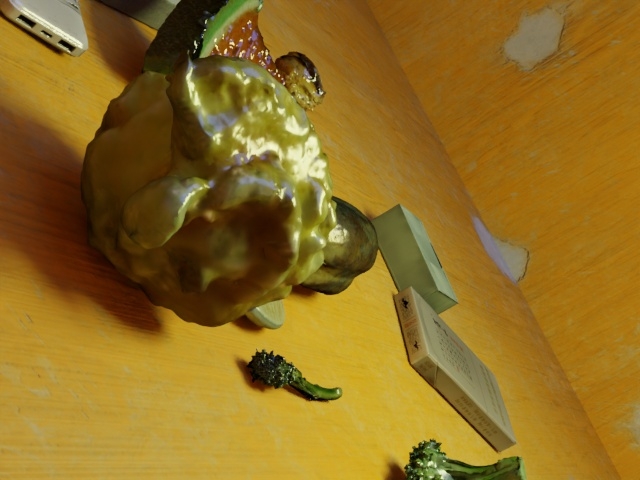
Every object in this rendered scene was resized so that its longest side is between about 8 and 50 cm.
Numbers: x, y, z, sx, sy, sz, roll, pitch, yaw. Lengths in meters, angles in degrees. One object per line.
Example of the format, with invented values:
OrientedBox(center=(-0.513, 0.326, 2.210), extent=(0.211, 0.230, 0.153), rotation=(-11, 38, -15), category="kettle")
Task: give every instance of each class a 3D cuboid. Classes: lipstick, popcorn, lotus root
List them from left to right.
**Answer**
OrientedBox(center=(-0.302, -0.406, 1.600), extent=(0.068, 0.066, 0.317), rotation=(64, 18, 14), category="lipstick")
OrientedBox(center=(-0.131, -0.063, 1.133), extent=(0.335, 0.279, 0.274), rotation=(47, 60, -37), category="popcorn")
OrientedBox(center=(0.000, 0.000, 1.602), extent=(0.160, 0.152, 0.275), rotation=(43, 6, 20), category="lotus root")

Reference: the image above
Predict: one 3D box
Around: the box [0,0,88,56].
OrientedBox(center=(-0.391, -0.377, 1.347), extent=(0.142, 0.044, 0.285), rotation=(31, 32, -52), category="box")

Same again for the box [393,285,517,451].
OrientedBox(center=(0.284, 0.271, 2.091), extent=(0.365, 0.051, 0.204), rotation=(46, 21, -34), category="box")

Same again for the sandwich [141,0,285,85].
OrientedBox(center=(-0.173, -0.263, 1.592), extent=(0.250, 0.162, 0.301), rotation=(-63, 147, -31), category="sandwich")

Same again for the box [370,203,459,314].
OrientedBox(center=(0.206, 0.049, 2.201), extent=(0.129, 0.086, 0.225), rotation=(31, 32, -58), category="box")

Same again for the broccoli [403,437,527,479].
OrientedBox(center=(0.221, 0.377, 1.502), extent=(0.194, 0.194, 0.220), rotation=(61, 11, 9), category="broccoli")

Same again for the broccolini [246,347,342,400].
OrientedBox(center=(-0.025, 0.196, 1.381), extent=(0.051, 0.054, 0.239), rotation=(52, 9, 32), category="broccolini")

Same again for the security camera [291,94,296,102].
OrientedBox(center=(-0.074, -0.246, 2.010), extent=(0.058, 0.058, 0.092), rotation=(42, 36, -42), category="security camera")

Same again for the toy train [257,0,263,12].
OrientedBox(center=(-0.237, -0.510, 1.837), extent=(0.304, 0.150, 0.221), rotation=(43, 35, -15), category="toy train")

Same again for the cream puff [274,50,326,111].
OrientedBox(center=(-0.052, -0.330, 2.103), extent=(0.133, 0.104, 0.119), rotation=(65, -15, -3), category="cream puff")

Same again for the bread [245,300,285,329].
OrientedBox(center=(-0.093, 0.066, 1.431), extent=(0.112, 0.036, 0.193), rotation=(49, 15, -42), category="bread")
